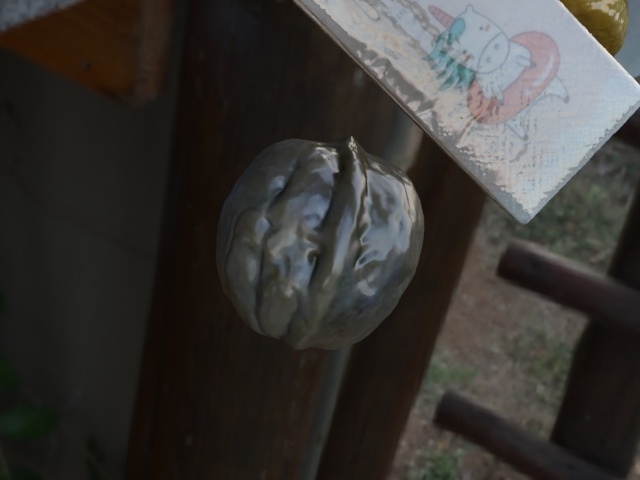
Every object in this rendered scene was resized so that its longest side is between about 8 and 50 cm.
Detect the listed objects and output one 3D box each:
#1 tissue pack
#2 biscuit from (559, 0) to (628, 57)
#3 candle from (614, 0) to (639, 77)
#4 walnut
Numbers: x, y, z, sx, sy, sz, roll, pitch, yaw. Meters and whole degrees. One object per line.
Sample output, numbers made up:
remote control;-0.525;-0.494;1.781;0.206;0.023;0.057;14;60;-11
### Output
tissue pack;0.120;-0.185;1.215;0.325;0.170;0.071;44;3;-12
biscuit;0.224;-0.262;1.584;0.274;0.213;0.091;12;71;-4
candle;0.408;-0.356;1.855;0.221;0.342;0.221;21;42;-20
walnut;0.000;0.000;1.402;0.224;0.224;0.224;8;34;-5
